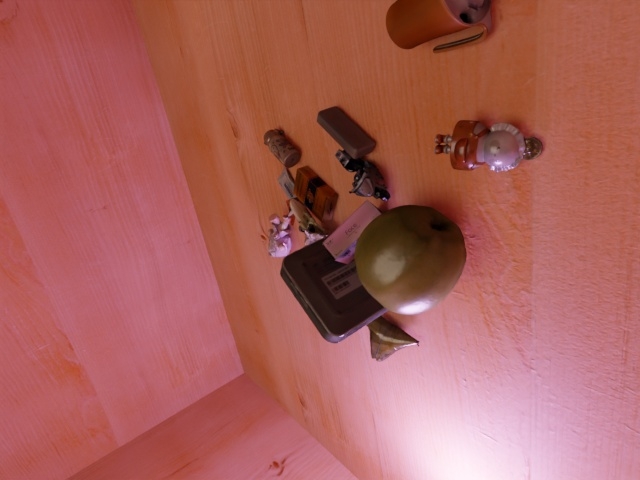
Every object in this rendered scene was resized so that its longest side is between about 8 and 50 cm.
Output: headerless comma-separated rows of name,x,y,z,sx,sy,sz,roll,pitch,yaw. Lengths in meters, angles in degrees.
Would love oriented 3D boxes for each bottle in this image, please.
bottle,-0.186,-0.449,1.945,0.110,0.097,0.209,-48,64,15

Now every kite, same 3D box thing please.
kite,-0.129,-0.175,2.031,0.125,0.008,0.222,-54,35,30

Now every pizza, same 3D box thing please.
pizza,0.000,0.000,1.883,0.262,0.181,0.034,69,-149,-74

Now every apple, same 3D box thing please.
apple,0.295,0.053,1.348,0.357,0.357,0.357,34,137,40

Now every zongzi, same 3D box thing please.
zongzi,0.327,0.467,1.799,0.256,0.115,0.228,18,130,37

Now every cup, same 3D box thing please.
cup,0.312,-0.593,1.069,0.226,0.182,0.264,42,164,-23

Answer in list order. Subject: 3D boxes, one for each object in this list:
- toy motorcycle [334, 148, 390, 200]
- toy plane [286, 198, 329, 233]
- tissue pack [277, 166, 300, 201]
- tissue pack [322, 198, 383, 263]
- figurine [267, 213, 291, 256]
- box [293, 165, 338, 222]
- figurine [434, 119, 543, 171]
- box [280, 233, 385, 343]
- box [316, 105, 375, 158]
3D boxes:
toy motorcycle,0.147,-0.245,1.531,0.270,0.159,0.106,51,124,20
toy plane,-0.066,-0.092,1.914,0.256,0.104,0.242,40,169,-34
tissue pack,-0.152,-0.264,2.077,0.193,0.026,0.122,58,148,11
tissue pack,0.141,-0.027,1.578,0.246,0.148,0.092,-45,66,11
figurine,-0.221,-0.023,2.249,0.200,0.133,0.276,50,142,45
box,-0.028,-0.214,1.890,0.237,0.070,0.152,45,142,28
figurine,0.449,-0.257,1.117,0.271,0.143,0.143,3,117,19
box,0.086,0.164,1.665,0.397,0.395,0.111,52,148,19
box,0.093,-0.409,1.544,0.244,0.103,0.055,50,150,23
